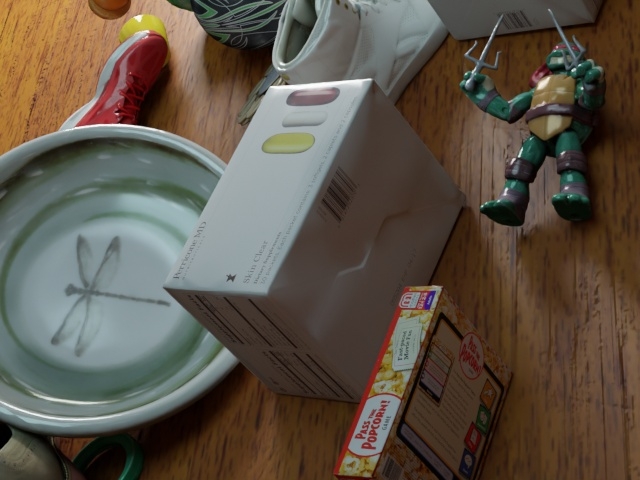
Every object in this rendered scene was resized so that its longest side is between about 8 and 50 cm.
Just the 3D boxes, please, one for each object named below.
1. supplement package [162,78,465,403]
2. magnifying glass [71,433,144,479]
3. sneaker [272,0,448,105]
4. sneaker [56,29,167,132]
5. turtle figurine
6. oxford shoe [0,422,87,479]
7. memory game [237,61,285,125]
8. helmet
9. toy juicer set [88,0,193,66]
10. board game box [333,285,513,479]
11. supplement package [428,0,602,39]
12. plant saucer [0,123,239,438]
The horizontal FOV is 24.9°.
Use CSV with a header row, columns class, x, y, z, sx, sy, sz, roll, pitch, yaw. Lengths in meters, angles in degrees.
class,x,y,z,sx,sy,sz,roll,pitch,yaw
supplement package,0.000,0.000,1.482,0.145,0.204,0.262,0,55,41
magnifying glass,-0.288,0.296,1.589,0.231,0.026,0.092,-42,38,1
sneaker,0.055,-0.271,1.726,0.108,0.169,0.293,5,56,45
sneaker,-0.259,-0.177,1.989,0.128,0.087,0.221,35,92,43
turtle figurine,0.234,-0.133,1.484,0.175,0.118,0.234,-17,58,49
oxford shoe,-0.366,0.222,1.621,0.123,0.130,0.348,-50,28,-14
memory game,-0.045,-0.217,1.824,0.186,0.012,0.186,-49,14,16
helmet,-0.089,-0.330,1.914,0.169,0.169,0.162,-27,32,18
toy juicer set,-0.182,-0.396,2.013,0.329,0.209,0.089,-35,47,9
board game box,0.097,0.160,1.293,0.045,0.147,0.193,-3,51,39
supplement package,0.233,-0.362,1.674,0.194,0.149,0.203,0,54,40
plant saucer,-0.249,0.054,1.653,0.400,0.100,0.401,-1,59,2
